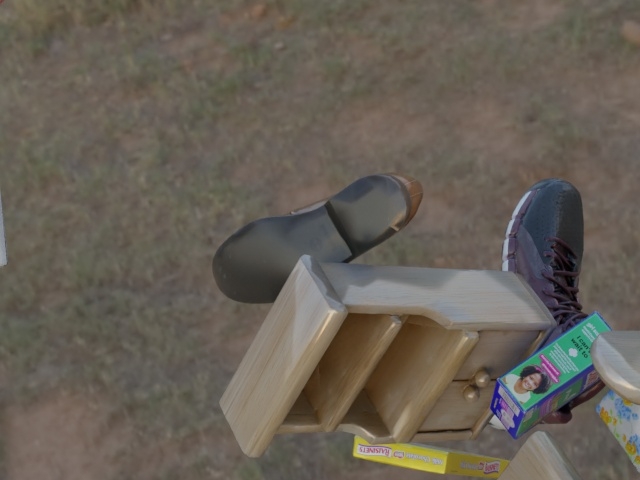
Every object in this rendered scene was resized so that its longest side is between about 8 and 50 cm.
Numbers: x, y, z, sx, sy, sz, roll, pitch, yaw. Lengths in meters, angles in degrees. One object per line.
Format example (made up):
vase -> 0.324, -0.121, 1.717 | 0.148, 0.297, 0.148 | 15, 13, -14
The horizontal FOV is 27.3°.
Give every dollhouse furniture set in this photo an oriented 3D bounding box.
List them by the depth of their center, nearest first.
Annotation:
dollhouse furniture set -> 0.130, 0.207, 1.041 | 0.256, 0.362, 0.394 | 3, 40, -36

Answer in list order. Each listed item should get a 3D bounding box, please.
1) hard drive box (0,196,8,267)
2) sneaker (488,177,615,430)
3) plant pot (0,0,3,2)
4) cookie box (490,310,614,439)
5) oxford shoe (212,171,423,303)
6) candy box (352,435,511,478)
hard drive box -> -0.402, -0.014, 1.196 | 0.181, 0.089, 0.232 | -7, 6, -28
sneaker -> 0.263, 0.067, 1.373 | 0.162, 0.106, 0.281 | -4, 68, 57
plant pot -> -0.421, -0.291, 1.327 | 0.191, 0.174, 0.191 | -22, 29, 13
cookie box -> 0.203, 0.118, 1.144 | 0.107, 0.092, 0.040 | -34, 70, -11
oxford shoe -> 0.000, 0.000, 1.148 | 0.212, 0.076, 0.076 | -22, 0, 29
candy box -> 0.124, 0.234, 1.415 | 0.105, 0.206, 0.027 | 4, 81, 28
